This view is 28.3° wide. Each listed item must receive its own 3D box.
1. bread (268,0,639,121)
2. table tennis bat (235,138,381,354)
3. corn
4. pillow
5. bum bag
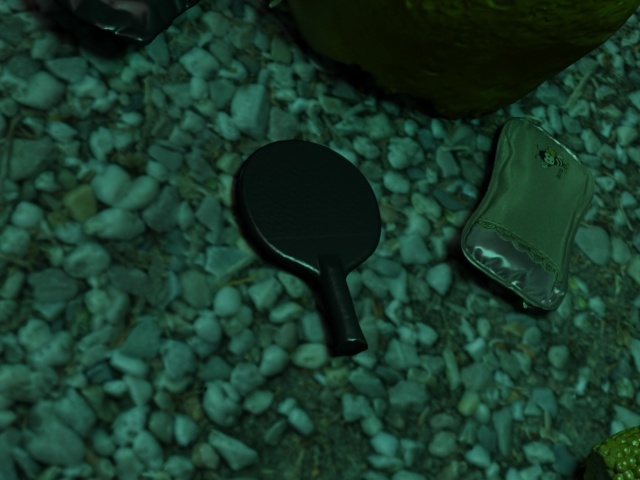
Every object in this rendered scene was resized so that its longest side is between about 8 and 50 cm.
[{"bbox_3d":[0.156,-0.293,1.263,0.360,0.394,0.250,13,72,-21],"label":"bread"},{"bbox_3d":[0.000,0.000,1.219,0.150,0.027,0.236,-2,61,-26],"label":"table tennis bat"},{"bbox_3d":[0.373,0.206,1.223,0.260,0.091,0.091,-6,63,-22],"label":"corn"},{"bbox_3d":[0.223,-0.031,1.331,0.130,0.038,0.233,33,51,-6],"label":"pillow"},{"bbox_3d":[-0.170,-0.274,1.287,0.123,0.060,0.248,40,51,1],"label":"bum bag"}]
